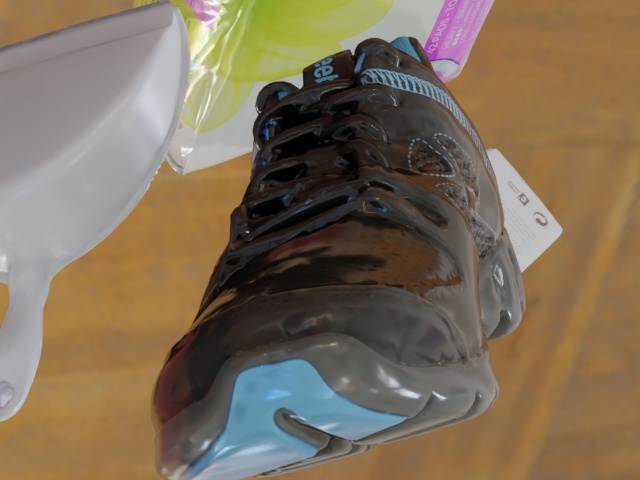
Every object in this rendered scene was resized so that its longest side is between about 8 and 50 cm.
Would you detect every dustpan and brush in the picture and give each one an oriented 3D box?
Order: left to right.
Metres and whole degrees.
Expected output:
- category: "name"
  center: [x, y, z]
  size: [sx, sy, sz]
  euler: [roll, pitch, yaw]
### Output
- category: "dustpan and brush"
  center: [-0.134, -0.011, 0.907]
  size: [0.147, 0.211, 0.060]
  euler: [-13, 129, 21]

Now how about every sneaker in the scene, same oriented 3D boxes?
- category: "sneaker"
  center: [0.000, 0.000, 0.749]
  size: [0.125, 0.341, 0.139]
  euler: [-13, 97, 10]

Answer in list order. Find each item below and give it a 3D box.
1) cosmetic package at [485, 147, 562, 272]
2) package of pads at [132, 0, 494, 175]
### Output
- category: "cosmetic package"
  center: [0.054, 0.036, 1.295]
  size: [0.117, 0.085, 0.231]
  euler: [-43, 176, 39]
- category: "package of pads"
  center: [0.007, -0.175, 1.166]
  size: [0.229, 0.101, 0.296]
  euler: [-21, 155, -25]
